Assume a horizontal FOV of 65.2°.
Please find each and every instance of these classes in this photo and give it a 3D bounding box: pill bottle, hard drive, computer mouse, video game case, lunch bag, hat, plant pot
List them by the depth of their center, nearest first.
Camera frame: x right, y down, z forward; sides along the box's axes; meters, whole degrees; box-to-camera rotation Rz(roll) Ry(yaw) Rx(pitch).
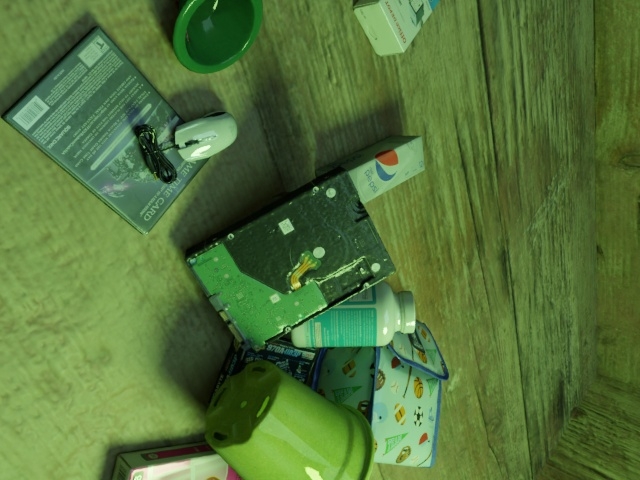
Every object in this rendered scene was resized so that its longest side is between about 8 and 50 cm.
[{"bbox_3d":[-0.322,-0.166,0.809,0.196,0.026,0.274,-56,133,-19],"label":"video game case"},{"bbox_3d":[-0.217,-0.423,0.848,0.173,0.183,0.208,-30,162,-28],"label":"hat"},{"bbox_3d":[-0.214,-0.175,0.864,0.193,0.042,0.106,-33,121,-34],"label":"computer mouse"},{"bbox_3d":[-0.053,0.040,0.961,0.339,0.064,0.237,-30,110,-2],"label":"hard drive"},{"bbox_3d":[-0.077,0.377,0.971,0.276,0.276,0.254,-52,120,-22],"label":"plant pot"},{"bbox_3d":[0.068,0.158,1.091,0.146,0.264,0.146,-1,90,-87],"label":"pill bottle"},{"bbox_3d":[0.160,0.353,1.272,0.328,0.239,0.385,32,62,-43],"label":"lunch bag"}]

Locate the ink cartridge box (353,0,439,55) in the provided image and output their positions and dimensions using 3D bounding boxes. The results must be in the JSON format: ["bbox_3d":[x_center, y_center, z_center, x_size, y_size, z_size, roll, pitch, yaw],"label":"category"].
[{"bbox_3d":[0.180,-0.548,1.161,0.139,0.082,0.190,48,65,-40],"label":"ink cartridge box"}]

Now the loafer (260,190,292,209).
[{"bbox_3d":[0.000,0.000,1.117,0.366,0.134,0.130,42,34,-40],"label":"loafer"}]

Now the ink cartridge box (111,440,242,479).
[{"bbox_3d":[-0.250,0.507,1.026,0.371,0.069,0.175,13,91,-47],"label":"ink cartridge box"}]

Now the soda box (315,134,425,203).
[{"bbox_3d":[0.126,-0.168,1.193,0.286,0.098,0.091,-29,119,-35],"label":"soda box"}]

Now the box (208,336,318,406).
[{"bbox_3d":[-0.118,0.297,1.104,0.220,0.051,0.175,26,82,-44],"label":"box"}]
